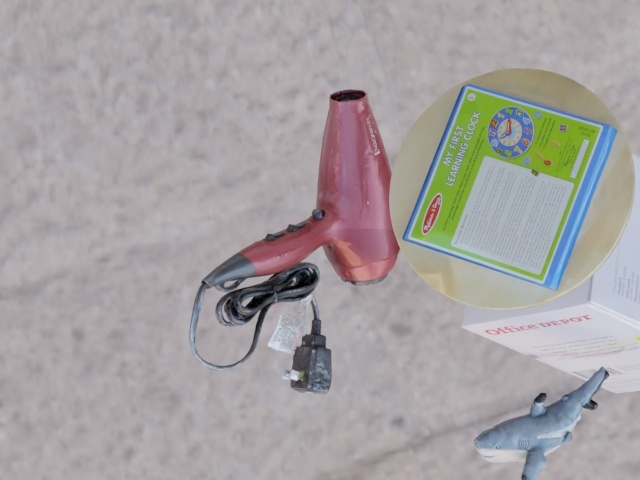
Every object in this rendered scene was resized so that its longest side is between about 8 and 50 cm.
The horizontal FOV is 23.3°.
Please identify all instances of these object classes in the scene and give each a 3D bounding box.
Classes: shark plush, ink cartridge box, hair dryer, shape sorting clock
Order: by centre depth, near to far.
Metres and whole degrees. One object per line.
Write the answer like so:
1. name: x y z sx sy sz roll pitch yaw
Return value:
1. shape sorting clock: 0.155 -0.043 1.276 0.206 0.206 0.040 -27 160 10
2. hair dryer: 0.000 0.000 1.446 0.224 0.080 0.293 31 74 -58
3. shark plush: 0.242 0.191 1.647 0.161 0.073 0.067 -29 121 5
4. ink cartridge box: 0.330 0.037 1.763 0.270 0.197 0.198 23 156 -34
